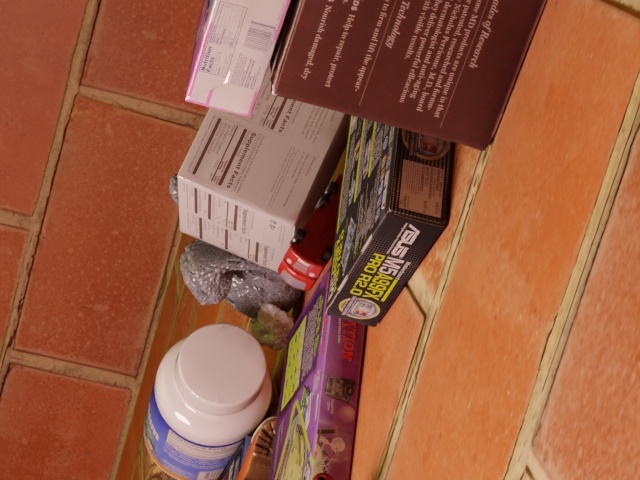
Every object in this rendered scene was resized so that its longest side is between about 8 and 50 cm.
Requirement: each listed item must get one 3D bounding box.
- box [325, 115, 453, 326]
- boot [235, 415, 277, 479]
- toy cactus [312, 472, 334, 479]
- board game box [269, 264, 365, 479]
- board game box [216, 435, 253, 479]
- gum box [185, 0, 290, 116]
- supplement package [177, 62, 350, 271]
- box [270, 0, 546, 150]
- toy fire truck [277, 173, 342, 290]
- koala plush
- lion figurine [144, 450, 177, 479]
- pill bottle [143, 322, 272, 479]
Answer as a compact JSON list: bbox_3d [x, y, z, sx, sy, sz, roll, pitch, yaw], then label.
[{"bbox_3d":[0.075,-0.080,1.629,0.216,0.060,0.270,118,163,-56],"label":"box"},{"bbox_3d":[-0.074,0.288,1.954,0.084,0.059,0.158,-141,73,-82],"label":"boot"},{"bbox_3d":[-0.010,0.341,1.490,0.180,0.112,0.219,84,-169,-62],"label":"toy cactus"},{"bbox_3d":[-0.010,0.214,1.731,0.208,0.056,0.347,114,166,-59],"label":"board game box"},{"bbox_3d":[-0.118,0.375,2.091,0.243,0.042,0.165,120,161,-57],"label":"board game box"},{"bbox_3d":[-0.065,-0.208,1.400,0.107,0.062,0.188,-87,15,-47],"label":"gum box"},{"bbox_3d":[-0.048,-0.124,1.869,0.204,0.145,0.262,101,-167,-72],"label":"supplement package"},{"bbox_3d":[0.070,-0.207,1.422,0.168,0.203,0.167,-98,24,-62],"label":"box"},{"bbox_3d":[0.000,0.000,1.781,0.192,0.047,0.135,-56,-3,-43],"label":"toy fire truck"},{"bbox_3d":[-0.075,0.027,2.063,0.221,0.203,0.196,84,176,-50],"label":"koala plush"},{"bbox_3d":[-0.228,0.377,2.503,0.392,0.142,0.240,63,-147,-85],"label":"lion figurine"},{"bbox_3d":[-0.146,0.209,2.101,0.272,0.152,0.152,112,168,-62],"label":"pill bottle"}]
